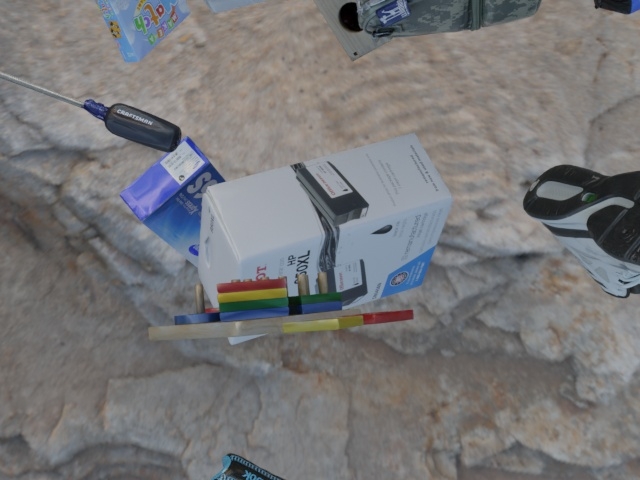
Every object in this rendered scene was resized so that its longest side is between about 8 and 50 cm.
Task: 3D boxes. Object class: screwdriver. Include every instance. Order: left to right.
[{"bbox_3d":[-0.169,-0.098,0.674,0.170,0.024,0.025,26,96,12],"label":"screwdriver"}]

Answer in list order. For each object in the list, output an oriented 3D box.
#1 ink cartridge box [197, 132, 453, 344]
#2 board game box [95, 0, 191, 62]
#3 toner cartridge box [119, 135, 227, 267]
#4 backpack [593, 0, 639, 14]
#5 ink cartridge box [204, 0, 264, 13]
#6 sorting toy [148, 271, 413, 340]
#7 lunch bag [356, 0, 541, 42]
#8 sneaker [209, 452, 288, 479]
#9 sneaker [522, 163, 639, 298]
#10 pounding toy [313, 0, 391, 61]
[{"bbox_3d":[0.000,0.000,1.761,0.395,0.166,0.285,-16,149,-18],"label":"ink cartridge box"},{"bbox_3d":[-0.300,-0.416,1.593,0.039,0.160,0.211,3,132,33],"label":"board game box"},{"bbox_3d":[-0.244,-0.064,1.924,0.165,0.348,0.075,-40,72,-1],"label":"toner cartridge box"},{"bbox_3d":[0.590,-0.495,1.923,0.101,0.120,0.098,-26,120,-7],"label":"backpack"},{"bbox_3d":[-0.095,-0.438,1.252,0.171,0.168,0.232,-13,73,10],"label":"ink cartridge box"},{"bbox_3d":[-0.052,0.055,0.843,0.132,0.275,0.046,-3,86,-41],"label":"sorting toy"},{"bbox_3d":[0.157,-0.436,1.376,0.256,0.212,0.305,-11,77,7],"label":"lunch bag"},{"bbox_3d":[-0.119,0.345,1.119,0.140,0.125,0.341,36,127,-5],"label":"sneaker"},{"bbox_3d":[0.583,0.007,1.806,0.257,0.447,0.169,41,86,-27],"label":"sneaker"},{"bbox_3d":[0.036,-0.404,1.631,0.094,0.181,0.206,-24,108,34],"label":"pounding toy"}]
